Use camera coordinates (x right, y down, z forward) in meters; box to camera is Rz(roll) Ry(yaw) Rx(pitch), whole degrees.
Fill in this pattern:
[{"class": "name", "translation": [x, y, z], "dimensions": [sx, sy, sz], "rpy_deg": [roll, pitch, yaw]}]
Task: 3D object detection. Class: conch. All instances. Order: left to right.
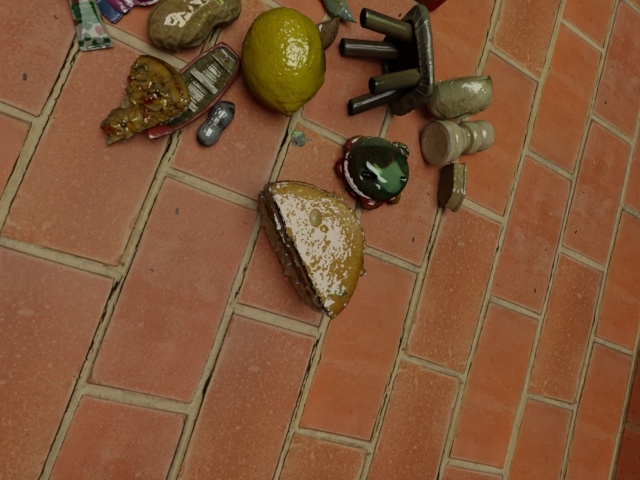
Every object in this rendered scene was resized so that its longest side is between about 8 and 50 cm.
[{"class": "conch", "translation": [0.066, -0.828, 1.556], "dimensions": [0.180, 0.065, 0.088], "rpy_deg": [39, 76, -11]}]

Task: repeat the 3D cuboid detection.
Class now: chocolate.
[{"class": "chocolate", "translation": [-0.324, -0.365, 1.378], "dimensions": [0.072, 0.072, 0.166], "rpy_deg": [34, 79, -19]}]

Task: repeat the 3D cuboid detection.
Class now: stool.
[{"class": "stool", "translation": [0.218, -0.592, 1.498], "dimensions": [0.227, 0.310, 0.309], "rpy_deg": [-7, 91, -14]}]

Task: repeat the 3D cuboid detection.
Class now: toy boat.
[{"class": "toy boat", "translation": [-0.391, -0.442, 1.347], "dimensions": [0.136, 0.079, 0.392], "rpy_deg": [42, 73, -19]}, {"class": "toy boat", "translation": [0.503, -0.203, 1.702], "dimensions": [0.061, 0.116, 0.188], "rpy_deg": [8, 83, -18]}]

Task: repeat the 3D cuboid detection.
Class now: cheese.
[{"class": "cheese", "translation": [-0.551, -0.744, 1.297], "dimensions": [0.155, 0.062, 0.244], "rpy_deg": [42, 88, -14]}]

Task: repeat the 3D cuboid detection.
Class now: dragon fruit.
[{"class": "dragon fruit", "translation": [0.198, -0.243, 1.571], "dimensions": [0.295, 0.130, 0.268], "rpy_deg": [39, 70, -17]}]

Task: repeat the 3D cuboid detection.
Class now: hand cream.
[{"class": "hand cream", "translation": [-0.673, -0.680, 1.248], "dimensions": [0.096, 0.059, 0.275], "rpy_deg": [-19, 101, -20]}]

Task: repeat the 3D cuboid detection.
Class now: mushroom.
[{"class": "mushroom", "translation": [-0.007, -0.699, 1.517], "dimensions": [0.210, 0.072, 0.094], "rpy_deg": [-28, 126, -20]}]

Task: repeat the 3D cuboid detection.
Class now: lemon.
[{"class": "lemon", "translation": [-0.112, -0.549, 1.368], "dimensions": [0.269, 0.268, 0.321], "rpy_deg": [-12, 88, -23]}]

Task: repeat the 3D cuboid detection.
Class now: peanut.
[{"class": "peanut", "translation": [-0.370, -0.677, 1.332], "dimensions": [0.325, 0.140, 0.153], "rpy_deg": [-35, 120, -24]}]

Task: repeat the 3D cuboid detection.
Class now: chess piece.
[{"class": "chess piece", "translation": [0.550, -0.389, 1.709], "dimensions": [0.300, 0.167, 0.166], "rpy_deg": [-14, 94, -27]}]

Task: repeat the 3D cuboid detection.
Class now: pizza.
[{"class": "pizza", "translation": [-0.515, -0.421, 1.264], "dimensions": [0.288, 0.074, 0.251], "rpy_deg": [-22, 63, 9]}]

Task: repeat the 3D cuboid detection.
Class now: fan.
[{"class": "fan", "translation": [-0.060, -0.350, 1.524], "dimensions": [0.084, 0.004, 0.055], "rpy_deg": [-3, 89, -23]}]

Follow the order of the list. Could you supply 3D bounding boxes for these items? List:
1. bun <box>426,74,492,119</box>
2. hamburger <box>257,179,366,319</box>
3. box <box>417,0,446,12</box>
[{"class": "bun", "translation": [0.508, -0.527, 1.648], "dimensions": [0.260, 0.259, 0.152], "rpy_deg": [-20, 114, -22]}, {"class": "hamburger", "translation": [0.000, 0.000, 1.399], "dimensions": [0.287, 0.268, 0.444], "rpy_deg": [-25, 94, -20]}, {"class": "box", "translation": [0.396, -0.956, 1.673], "dimensions": [0.175, 0.112, 0.048], "rpy_deg": [28, 78, -21]}]
